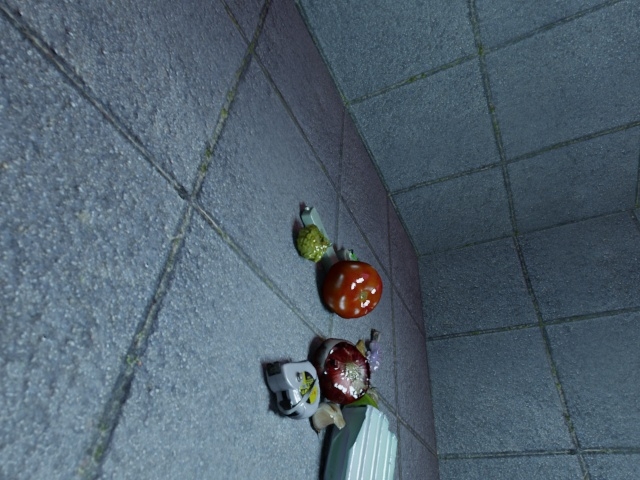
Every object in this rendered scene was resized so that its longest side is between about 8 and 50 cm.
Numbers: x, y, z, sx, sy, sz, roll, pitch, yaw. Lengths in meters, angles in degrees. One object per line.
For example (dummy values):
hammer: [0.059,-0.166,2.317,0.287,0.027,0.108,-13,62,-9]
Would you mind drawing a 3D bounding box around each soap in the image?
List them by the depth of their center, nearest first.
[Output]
soap: [0.153,0.886,1.606,0.261,0.156,0.447,35,51,-26]

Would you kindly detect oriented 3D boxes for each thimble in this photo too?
thimble: [0.114,0.106,2.199,0.115,0.090,0.102,71,22,-9]

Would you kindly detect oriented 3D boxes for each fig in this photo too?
fig: [0.172,0.762,1.851,0.234,0.167,0.167,56,24,-4]

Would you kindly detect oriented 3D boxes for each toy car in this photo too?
toy car: [0.172,0.113,2.365,0.165,0.071,0.063,56,43,-40]

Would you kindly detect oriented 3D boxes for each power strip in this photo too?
power strip: [0.001,0.000,2.029,0.091,0.062,0.386,-67,138,-56]

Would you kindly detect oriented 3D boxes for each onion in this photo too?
onion: [0.068,0.551,1.740,0.271,0.195,0.272,18,48,-21]

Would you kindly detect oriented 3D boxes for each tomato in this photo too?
tomato: [0.142,0.219,1.980,0.226,0.298,0.299,36,-20,54]

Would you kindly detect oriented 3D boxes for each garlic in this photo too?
garlic: [0.028,0.696,1.640,0.124,0.099,0.174,62,13,19]

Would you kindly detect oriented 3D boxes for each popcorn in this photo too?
popcorn: [-0.035,0.012,1.861,0.173,0.142,0.174,35,31,-24]

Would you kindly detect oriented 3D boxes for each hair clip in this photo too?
hair clip: [0.314,0.618,2.389,0.173,0.069,0.300,65,25,-26]

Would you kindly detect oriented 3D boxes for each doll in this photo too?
doll: [0.220,0.804,2.008,0.221,0.105,0.115,-53,167,-54]

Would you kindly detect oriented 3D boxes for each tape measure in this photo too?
tape measure: [-0.080,0.514,1.439,0.236,0.120,0.197,20,52,-58]

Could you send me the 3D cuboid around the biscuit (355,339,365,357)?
biscuit: [0.209,0.618,2.194,0.250,0.035,0.163,-73,146,-55]
